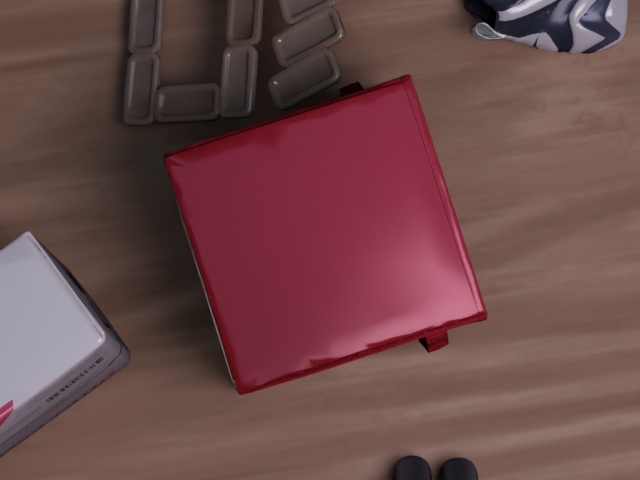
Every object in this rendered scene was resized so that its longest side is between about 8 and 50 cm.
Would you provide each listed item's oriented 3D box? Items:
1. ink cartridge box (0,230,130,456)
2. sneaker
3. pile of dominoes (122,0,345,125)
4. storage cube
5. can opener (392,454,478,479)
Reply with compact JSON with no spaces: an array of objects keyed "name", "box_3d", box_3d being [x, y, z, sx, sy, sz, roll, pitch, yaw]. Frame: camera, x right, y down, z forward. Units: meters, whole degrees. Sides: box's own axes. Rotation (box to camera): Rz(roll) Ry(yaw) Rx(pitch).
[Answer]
[{"name":"ink cartridge box","box_3d":[-0.242,0.093,1.445,0.172,0.237,0.100,-36,85,-5]},{"name":"sneaker","box_3d":[0.156,-0.264,1.563,0.153,0.094,0.235,-5,96,-12]},{"name":"pile of dominoes","box_3d":[-0.056,-0.213,1.553,0.196,0.040,0.251,0,81,26]},{"name":"storage cube","box_3d":[0.000,0.000,1.491,0.193,0.183,0.215,-18,87,-3]},{"name":"can opener","box_3d":[0.090,0.287,1.463,0.076,0.283,0.095,2,126,-3]}]
